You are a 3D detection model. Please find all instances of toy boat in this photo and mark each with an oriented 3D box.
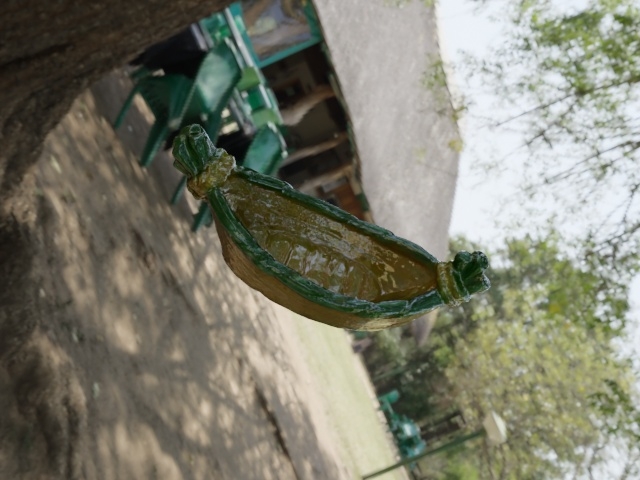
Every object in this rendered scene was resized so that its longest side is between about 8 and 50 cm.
[{"bbox_3d":[0.000,0.000,0.532,0.089,0.229,0.088,-74,-172,-49],"label":"toy boat"}]
